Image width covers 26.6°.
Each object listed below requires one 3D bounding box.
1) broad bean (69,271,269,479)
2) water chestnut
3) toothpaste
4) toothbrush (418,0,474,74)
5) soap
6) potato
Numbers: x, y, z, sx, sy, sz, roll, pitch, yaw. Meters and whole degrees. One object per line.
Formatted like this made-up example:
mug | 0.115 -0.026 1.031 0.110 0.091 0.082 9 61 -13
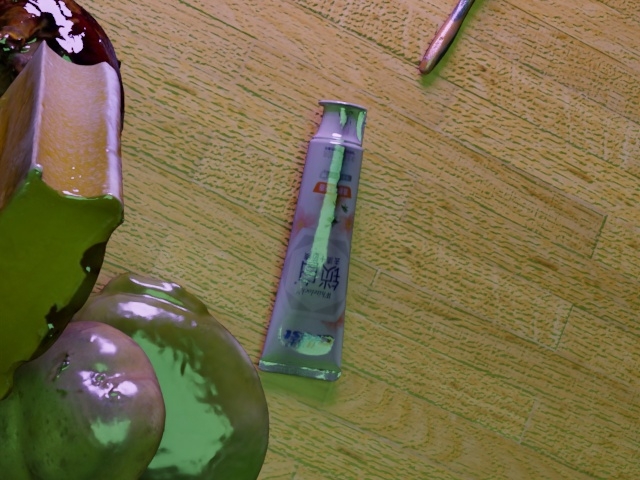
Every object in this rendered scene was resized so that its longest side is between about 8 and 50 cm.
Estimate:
broad bean | -0.184 0.182 1.491 0.238 0.119 0.291 -27 91 -9
water chestnut | -0.318 -0.158 1.431 0.223 0.238 0.224 0 86 -4
toothpaste | 0.000 0.000 1.591 0.100 0.066 0.323 9 89 -14
toothbrush | 0.206 -0.339 1.685 0.023 0.031 0.321 28 77 17
soap | -0.283 -0.024 1.249 0.143 0.281 0.259 31 110 -23
potato | -0.271 0.195 1.360 0.141 0.296 0.192 13 55 -53
